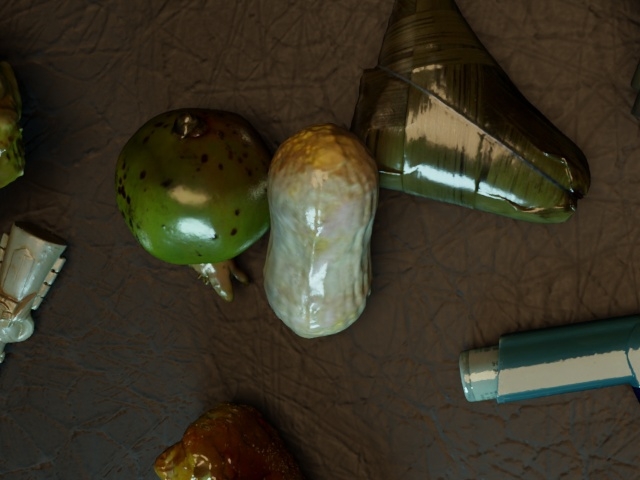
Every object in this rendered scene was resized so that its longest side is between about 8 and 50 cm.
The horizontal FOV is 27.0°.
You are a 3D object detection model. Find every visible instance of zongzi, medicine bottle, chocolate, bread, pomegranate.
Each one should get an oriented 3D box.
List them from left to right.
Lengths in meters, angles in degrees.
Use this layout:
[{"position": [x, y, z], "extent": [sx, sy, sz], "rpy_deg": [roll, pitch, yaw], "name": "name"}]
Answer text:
[{"position": [-0.130, -0.040, 1.575], "extent": [0.198, 0.198, 0.246], "rpy_deg": [-23, 103, 11], "name": "pomegranate"}, {"position": [-0.033, 0.363, 1.586], "extent": [0.109, 0.185, 0.380], "rpy_deg": [-40, 87, 17], "name": "bread"}, {"position": [0.000, 0.000, 1.519], "extent": [0.134, 0.134, 0.309], "rpy_deg": [15, 137, 9], "name": "chocolate"}, {"position": [0.188, -0.186, 1.529], "extent": [0.286, 0.138, 0.300], "rpy_deg": [13, 96, 7], "name": "zongzi"}, {"position": [0.296, 0.157, 1.563], "extent": [0.258, 0.079, 0.124], "rpy_deg": [-7, 93, 11], "name": "medicine bottle"}]

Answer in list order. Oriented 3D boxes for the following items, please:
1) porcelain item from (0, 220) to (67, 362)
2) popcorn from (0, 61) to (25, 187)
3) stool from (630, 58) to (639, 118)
[{"position": [-0.397, 0.084, 1.695], "extent": [0.084, 0.054, 0.213], "rpy_deg": [26, 99, 9], "name": "porcelain item"}, {"position": [-0.493, -0.134, 1.593], "extent": [0.282, 0.282, 0.247], "rpy_deg": [-30, 101, 11], "name": "popcorn"}, {"position": [0.445, -0.226, 1.426], "extent": [0.272, 0.272, 0.178], "rpy_deg": [7, 110, 10], "name": "stool"}]
